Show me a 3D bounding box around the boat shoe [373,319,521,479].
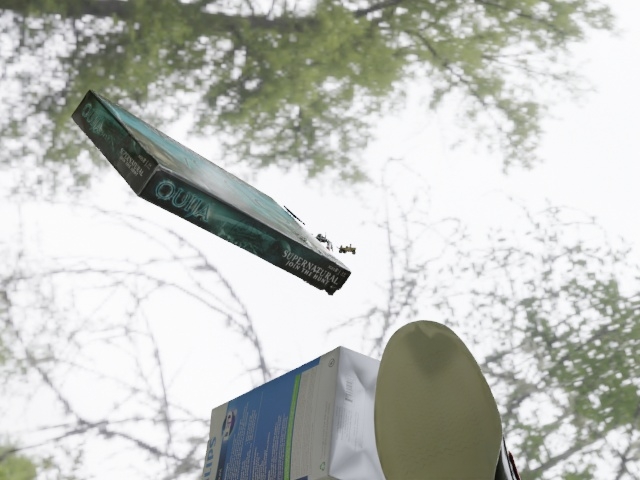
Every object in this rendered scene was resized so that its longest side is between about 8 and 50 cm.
[{"bbox_3d":[0.053,0.093,0.392,0.049,0.042,0.133,-17,-85,7],"label":"boat shoe"}]

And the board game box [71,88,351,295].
[{"bbox_3d":[-0.073,-0.031,0.693,0.026,0.186,0.126,-54,-137,7],"label":"board game box"}]

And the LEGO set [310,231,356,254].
[{"bbox_3d":[-0.001,0.000,1.049,0.054,0.083,0.023,5,-91,37],"label":"LEGO set"}]

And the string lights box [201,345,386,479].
[{"bbox_3d":[-0.032,0.216,1.044,0.260,0.077,0.133,-33,-138,48],"label":"string lights box"}]
